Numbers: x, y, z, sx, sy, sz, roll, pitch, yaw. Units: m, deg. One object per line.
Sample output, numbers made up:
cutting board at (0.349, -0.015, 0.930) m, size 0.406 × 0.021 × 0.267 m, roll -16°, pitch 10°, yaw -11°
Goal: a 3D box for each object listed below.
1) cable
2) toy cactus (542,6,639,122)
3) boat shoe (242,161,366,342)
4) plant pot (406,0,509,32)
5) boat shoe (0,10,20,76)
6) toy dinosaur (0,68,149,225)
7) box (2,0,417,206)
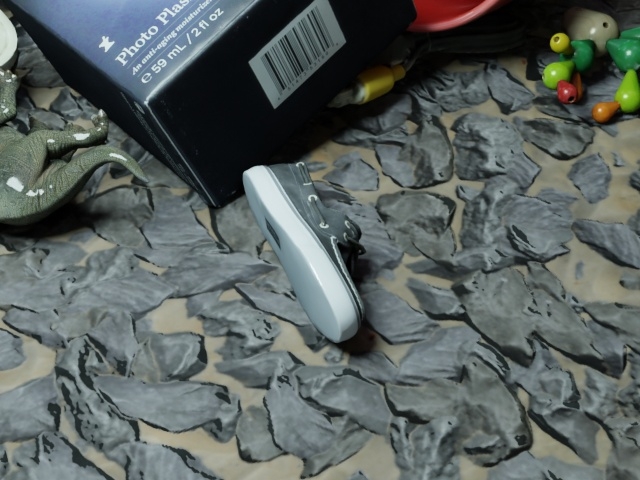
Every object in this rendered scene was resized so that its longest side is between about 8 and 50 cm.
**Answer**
cable at (0.093, -0.206, 1.233) m, size 0.287 × 0.072 × 0.139 m, roll -15°, pitch 27°, yaw -30°
toy cactus at (0.319, -0.215, 1.191) m, size 0.219 × 0.112 × 0.180 m, roll -24°, pitch 38°, yaw -10°
boat shoe at (0.000, 0.000, 0.992) m, size 0.076 × 0.080 × 0.228 m, roll -18°, pitch 38°, yaw -14°
plant pot at (0.172, -0.377, 1.230) m, size 0.275 × 0.275 × 0.243 m, roll 26°, pitch 27°, yaw 26°
boat shoe at (-0.440, -0.272, 1.206) m, size 0.117 × 0.096 × 0.324 m, roll -36°, pitch 73°, yaw -24°
toy dinosaur at (-0.300, -0.071, 1.070) m, size 0.314 × 0.121 × 0.160 m, roll 24°, pitch 62°, yaw 19°
box at (-0.120, -0.246, 1.115) m, size 0.296 × 0.182 × 0.294 m, roll -45°, pitch 54°, yaw -11°
